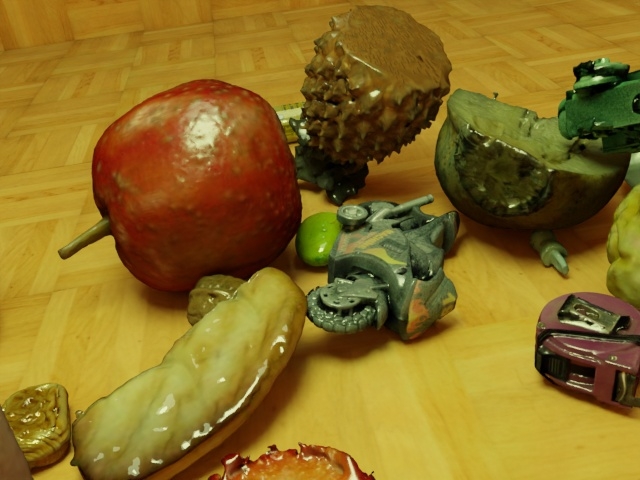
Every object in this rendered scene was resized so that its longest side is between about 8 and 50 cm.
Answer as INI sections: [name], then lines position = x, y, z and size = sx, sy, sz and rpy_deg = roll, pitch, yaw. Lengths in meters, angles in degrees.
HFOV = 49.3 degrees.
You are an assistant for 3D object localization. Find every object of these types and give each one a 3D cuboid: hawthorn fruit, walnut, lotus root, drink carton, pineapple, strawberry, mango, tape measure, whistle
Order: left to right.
[hawthorn fruit]
position = -0.185, -0.055, 0.916
size = 0.330, 0.287, 0.287
rpy_deg = -26, 33, -12
[walnut]
position = -0.119, 0.083, 0.856
size = 0.096, 0.082, 0.079
rpy_deg = 7, 60, 21
[strawberry]
position = -0.020, 0.229, 0.565
size = 0.145, 0.086, 0.145
rpy_deg = -4, 31, 2
[drink carton]
position = -0.024, -0.241, 1.406
size = 0.200, 0.074, 0.084
rpy_deg = -11, 30, -5
[mango]
position = 0.000, 0.000, 0.992
size = 0.073, 0.056, 0.108
rpy_deg = -13, 28, 8
[pineapple]
position = 0.043, -0.182, 1.112
size = 0.223, 0.357, 0.223
rpy_deg = 15, 50, -19
[lotus root]
position = 0.278, -0.089, 0.960
size = 0.267, 0.149, 0.260
rpy_deg = 20, 28, 12
[whistle]
position = 0.304, 0.013, 0.924
size = 0.035, 0.035, 0.100
rpy_deg = -8, 31, -2
[tape measure]
position = 0.287, 0.107, 0.723
size = 0.125, 0.074, 0.118
rpy_deg = 15, 35, 30

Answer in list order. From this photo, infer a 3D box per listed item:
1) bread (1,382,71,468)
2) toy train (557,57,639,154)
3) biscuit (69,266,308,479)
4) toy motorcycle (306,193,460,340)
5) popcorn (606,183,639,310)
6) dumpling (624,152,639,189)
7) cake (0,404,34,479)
[bread]
position = -0.304, 0.195, 0.734
size = 0.083, 0.044, 0.111
rpy_deg = -19, 30, -12
[toy train]
position = 0.404, -0.169, 0.804
size = 0.154, 0.115, 0.269
rpy_deg = -8, 1, -27
[biscuit]
position = -0.119, 0.143, 0.724
size = 0.299, 0.045, 0.154
rpy_deg = -39, 41, -22
[toy motorcycle]
position = 0.092, 0.031, 0.880
size = 0.173, 0.108, 0.307
rpy_deg = 11, 32, 13
[popcorn]
position = 0.437, 0.001, 0.751
size = 0.259, 0.212, 0.259
rpy_deg = -7, 22, 3
[dumpling]
position = 0.558, -0.104, 1.024
size = 0.219, 0.153, 0.108
rpy_deg = -2, -17, 38
[cake]
position = -0.415, 0.155, 0.573
size = 0.237, 0.309, 0.230
rpy_deg = 9, 31, 32
